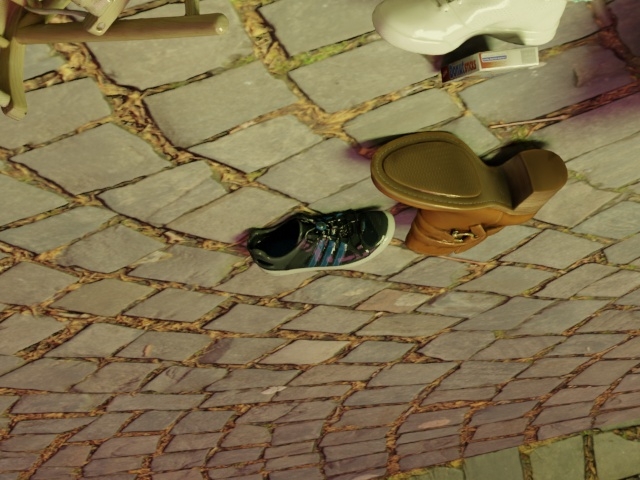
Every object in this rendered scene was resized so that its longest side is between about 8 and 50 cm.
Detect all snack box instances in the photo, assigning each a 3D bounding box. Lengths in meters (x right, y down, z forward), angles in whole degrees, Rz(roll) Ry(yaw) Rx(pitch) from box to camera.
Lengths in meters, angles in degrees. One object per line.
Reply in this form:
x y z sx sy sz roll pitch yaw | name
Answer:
0.179 -0.188 1.483 0.064 0.022 0.178 -8 -177 -7 | snack box

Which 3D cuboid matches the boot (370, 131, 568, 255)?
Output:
0.156 -0.052 1.802 0.283 0.109 0.220 -6 161 -28 | boot

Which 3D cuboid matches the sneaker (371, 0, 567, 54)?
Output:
0.155 -0.247 1.392 0.212 0.080 0.094 -8 145 -22 | sneaker

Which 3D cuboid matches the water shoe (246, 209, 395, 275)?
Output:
0.000 0.000 1.864 0.203 0.073 0.080 -17 153 13 | water shoe

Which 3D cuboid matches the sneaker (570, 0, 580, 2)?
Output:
0.225 -0.303 1.238 0.122 0.110 0.283 -3 155 -9 | sneaker

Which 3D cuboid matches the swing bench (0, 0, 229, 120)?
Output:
-0.251 -0.243 1.113 0.254 0.165 0.253 -17 157 28 | swing bench
